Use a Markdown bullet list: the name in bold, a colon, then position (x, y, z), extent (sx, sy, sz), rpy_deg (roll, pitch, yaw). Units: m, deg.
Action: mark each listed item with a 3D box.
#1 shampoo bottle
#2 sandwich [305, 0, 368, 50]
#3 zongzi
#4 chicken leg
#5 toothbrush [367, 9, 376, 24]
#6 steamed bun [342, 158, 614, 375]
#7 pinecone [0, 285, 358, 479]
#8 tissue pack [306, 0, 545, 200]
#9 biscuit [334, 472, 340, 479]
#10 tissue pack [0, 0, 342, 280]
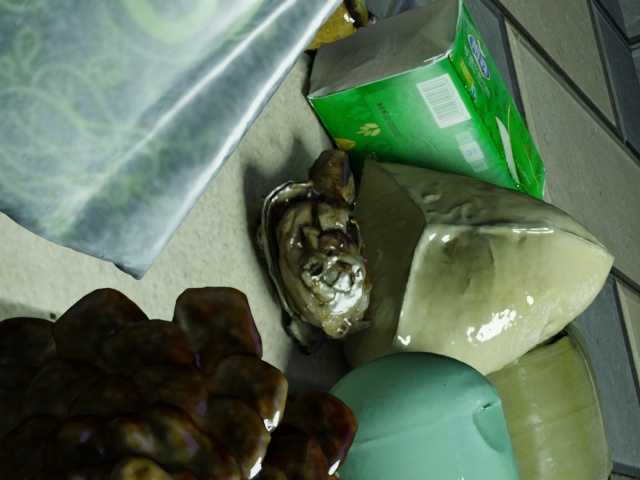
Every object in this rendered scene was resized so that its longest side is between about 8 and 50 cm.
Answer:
- **shampoo bottle**: position (0.093, 0.252, 0.937), extent (0.222, 0.151, 0.350), rpy_deg (-4, 77, -58)
- **sandwich**: position (-0.059, -0.329, 1.067), extent (0.273, 0.095, 0.249), rpy_deg (46, 35, -47)
- **zongzi**: position (0.220, 0.191, 1.231), extent (0.317, 0.154, 0.289), rpy_deg (0, 75, -58)
- **chicken leg**: position (-0.003, -0.004, 1.010), extent (0.125, 0.080, 0.196), rpy_deg (61, 17, -48)
- **toothbrush**: position (0.029, -0.212, 1.184), extent (0.193, 0.013, 0.019), rpy_deg (-119, -166, -71)
- **steamed bun**: position (0.104, 0.030, 1.057), extent (0.212, 0.231, 0.110), rpy_deg (-63, 156, -27)
- **pinecone**: position (-0.076, 0.145, 0.590), extent (0.201, 0.202, 0.229), rpy_deg (41, 54, -50)
- **tissue pack**: position (0.104, -0.117, 1.212), extent (0.209, 0.148, 0.156), rpy_deg (55, 31, -34)
- **biscuit**: position (-0.043, 0.223, 0.760), extent (0.106, 0.070, 0.252), rpy_deg (60, 27, -25)
- **tissue pack**: position (-0.147, -0.198, 0.427), extent (0.394, 0.288, 0.124), rpy_deg (31, 8, -31)
